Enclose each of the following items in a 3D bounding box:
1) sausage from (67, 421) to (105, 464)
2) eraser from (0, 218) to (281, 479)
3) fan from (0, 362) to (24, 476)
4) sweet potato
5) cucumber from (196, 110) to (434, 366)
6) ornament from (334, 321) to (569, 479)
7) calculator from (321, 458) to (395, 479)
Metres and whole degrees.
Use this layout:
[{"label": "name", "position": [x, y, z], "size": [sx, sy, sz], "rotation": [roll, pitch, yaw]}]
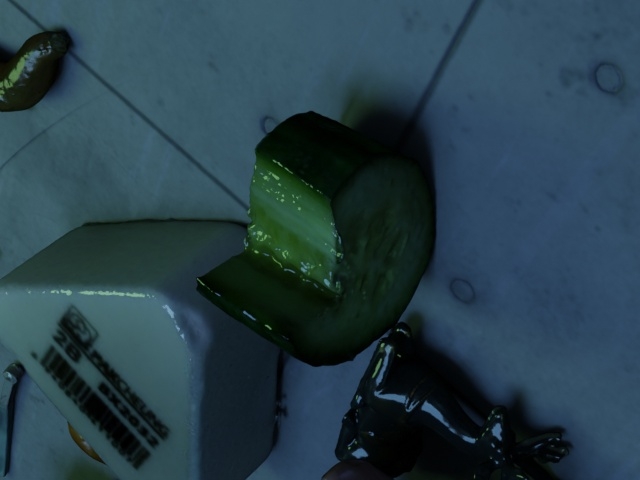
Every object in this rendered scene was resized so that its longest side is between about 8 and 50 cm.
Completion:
[{"label": "sausage", "position": [-0.237, 0.250, 1.691], "size": [0.183, 0.054, 0.062], "rotation": [16, 98, 39]}, {"label": "eraser", "position": [-0.197, 0.102, 1.455], "size": [0.331, 0.150, 0.331], "rotation": [27, 136, 30]}, {"label": "fan", "position": [-0.428, 0.246, 1.904], "size": [0.057, 0.023, 0.282], "rotation": [44, 143, 11]}, {"label": "sweet potato", "position": [-0.337, -0.171, 1.444], "size": [0.233, 0.062, 0.081], "rotation": [4, 122, 39]}, {"label": "cucumber", "position": [0.006, -0.005, 1.159], "size": [0.130, 0.191, 0.191], "rotation": [28, 137, 23]}, {"label": "ornament", "position": [0.128, 0.208, 1.275], "size": [0.236, 0.080, 0.202], "rotation": [35, 140, 18]}, {"label": "calculator", "position": [0.110, 0.295, 1.311], "size": [0.220, 0.048, 0.330], "rotation": [28, 162, 24]}]
